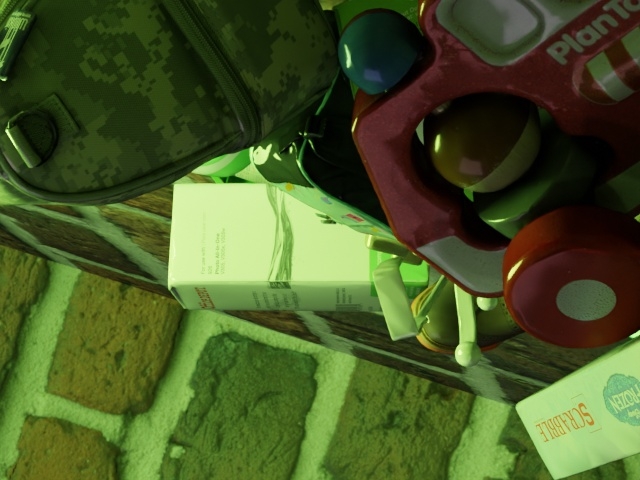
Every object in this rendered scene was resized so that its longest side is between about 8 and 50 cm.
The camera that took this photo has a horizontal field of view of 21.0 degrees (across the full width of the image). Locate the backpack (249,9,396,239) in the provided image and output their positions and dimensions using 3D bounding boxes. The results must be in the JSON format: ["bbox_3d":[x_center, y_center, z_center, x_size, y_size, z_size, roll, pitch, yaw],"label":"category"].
[{"bbox_3d":[0.047,-0.087,1.439,0.188,0.166,0.144,28,168,-28],"label":"backpack"}]

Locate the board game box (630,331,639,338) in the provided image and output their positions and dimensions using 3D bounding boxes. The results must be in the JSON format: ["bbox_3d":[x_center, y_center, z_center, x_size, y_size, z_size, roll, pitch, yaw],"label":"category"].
[{"bbox_3d":[0.326,0.064,1.575,0.210,0.047,0.160,8,-169,-42],"label":"board game box"}]

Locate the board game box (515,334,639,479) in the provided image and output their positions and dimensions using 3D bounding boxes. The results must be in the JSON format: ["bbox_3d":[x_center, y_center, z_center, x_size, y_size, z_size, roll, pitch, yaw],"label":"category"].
[{"bbox_3d":[0.313,0.038,1.107,0.066,0.318,0.319,61,164,7],"label":"board game box"}]

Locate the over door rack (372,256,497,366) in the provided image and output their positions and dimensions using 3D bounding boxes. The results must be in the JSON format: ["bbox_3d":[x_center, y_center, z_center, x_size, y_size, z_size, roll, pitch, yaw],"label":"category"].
[{"bbox_3d":[0.199,0.031,1.357,0.239,0.108,0.324,-15,179,18],"label":"over door rack"}]

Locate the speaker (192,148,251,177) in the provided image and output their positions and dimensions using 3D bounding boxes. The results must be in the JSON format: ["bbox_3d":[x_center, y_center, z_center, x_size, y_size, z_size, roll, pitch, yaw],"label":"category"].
[{"bbox_3d":[-0.182,-0.162,1.576,0.296,0.131,0.131,27,168,-36],"label":"speaker"}]

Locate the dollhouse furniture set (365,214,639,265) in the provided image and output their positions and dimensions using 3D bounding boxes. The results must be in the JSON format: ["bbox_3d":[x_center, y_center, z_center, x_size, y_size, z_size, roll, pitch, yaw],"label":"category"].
[{"bbox_3d":[0.174,-0.033,1.714,0.259,0.135,0.262,13,177,-40],"label":"dollhouse furniture set"}]

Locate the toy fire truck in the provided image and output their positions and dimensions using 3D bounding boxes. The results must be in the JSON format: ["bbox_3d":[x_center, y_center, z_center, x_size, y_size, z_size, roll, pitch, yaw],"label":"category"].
[{"bbox_3d":[0.150,-0.090,1.032,0.254,0.169,0.302,38,127,-27],"label":"toy fire truck"}]

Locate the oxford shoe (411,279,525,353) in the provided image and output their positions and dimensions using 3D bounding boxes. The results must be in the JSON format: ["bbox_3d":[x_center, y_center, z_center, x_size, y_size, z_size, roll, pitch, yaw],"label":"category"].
[{"bbox_3d":[0.220,0.055,1.898,0.271,0.097,0.098,-16,169,-32],"label":"oxford shoe"}]

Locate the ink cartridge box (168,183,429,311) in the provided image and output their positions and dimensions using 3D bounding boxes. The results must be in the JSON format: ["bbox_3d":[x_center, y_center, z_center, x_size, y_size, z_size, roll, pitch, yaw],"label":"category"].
[{"bbox_3d":[-0.022,0.010,1.989,0.289,0.121,0.211,0,169,0],"label":"ink cartridge box"}]

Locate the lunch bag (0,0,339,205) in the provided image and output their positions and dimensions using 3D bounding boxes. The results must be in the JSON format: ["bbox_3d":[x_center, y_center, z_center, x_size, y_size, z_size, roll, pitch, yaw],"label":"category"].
[{"bbox_3d":[-0.168,-0.126,1.236,0.212,0.256,0.305,56,159,-15],"label":"lunch bag"}]

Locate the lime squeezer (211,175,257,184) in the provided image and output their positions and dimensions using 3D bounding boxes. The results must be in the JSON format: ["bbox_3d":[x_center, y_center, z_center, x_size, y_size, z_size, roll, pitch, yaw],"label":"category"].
[{"bbox_3d":[-0.056,-0.062,2.143,0.310,0.059,0.110,23,139,-11],"label":"lime squeezer"}]

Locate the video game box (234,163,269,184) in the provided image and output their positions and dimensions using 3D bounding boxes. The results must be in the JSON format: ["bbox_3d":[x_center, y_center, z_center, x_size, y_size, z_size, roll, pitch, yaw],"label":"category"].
[{"bbox_3d":[-0.101,-0.114,1.914,0.187,0.048,0.205,16,170,0],"label":"video game box"}]

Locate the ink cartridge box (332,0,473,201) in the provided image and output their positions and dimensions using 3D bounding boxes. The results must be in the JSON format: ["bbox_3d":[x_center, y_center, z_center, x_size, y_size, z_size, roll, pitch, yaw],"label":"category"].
[{"bbox_3d":[0.168,-0.137,1.199,0.255,0.097,0.189,-23,151,20],"label":"ink cartridge box"}]
